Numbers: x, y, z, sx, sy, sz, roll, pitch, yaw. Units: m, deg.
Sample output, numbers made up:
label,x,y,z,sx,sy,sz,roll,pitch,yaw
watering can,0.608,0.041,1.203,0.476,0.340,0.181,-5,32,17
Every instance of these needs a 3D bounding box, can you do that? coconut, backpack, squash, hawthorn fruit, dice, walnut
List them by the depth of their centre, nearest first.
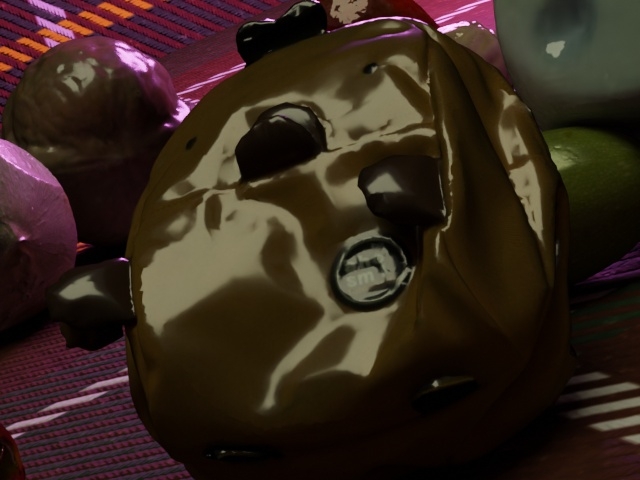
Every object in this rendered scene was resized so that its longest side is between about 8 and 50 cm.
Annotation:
label,x,y,z,sx,sy,sz,roll,pitch,yaw
backpack,0.000,0.004,1.388,0.353,0.201,0.378,-20,48,11
squash,0.159,-0.012,1.553,0.247,0.132,0.132,-19,15,6
dice,0.317,-0.210,1.604,0.268,0.262,0.264,-5,-12,39
coconut,-0.380,0.000,2.109,0.227,0.227,0.230,-26,14,-18
walnut,-0.259,-0.115,2.287,0.248,0.248,0.248,-20,14,5
hawthorn fruit,0.052,-0.235,2.307,0.181,0.235,0.181,-29,2,1

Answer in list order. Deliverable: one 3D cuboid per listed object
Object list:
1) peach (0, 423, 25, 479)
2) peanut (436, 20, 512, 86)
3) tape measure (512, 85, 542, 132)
label,x,y,z,sx,sy,sz,roll,pitch,yaw
peach,-0.302,0.203,1.512,0.172,0.092,0.127,-26,5,33
peanut,0.096,-0.081,1.690,0.123,0.123,0.257,-1,57,54
tape measure,0.166,-0.090,1.855,0.207,0.115,0.235,-35,19,-35
